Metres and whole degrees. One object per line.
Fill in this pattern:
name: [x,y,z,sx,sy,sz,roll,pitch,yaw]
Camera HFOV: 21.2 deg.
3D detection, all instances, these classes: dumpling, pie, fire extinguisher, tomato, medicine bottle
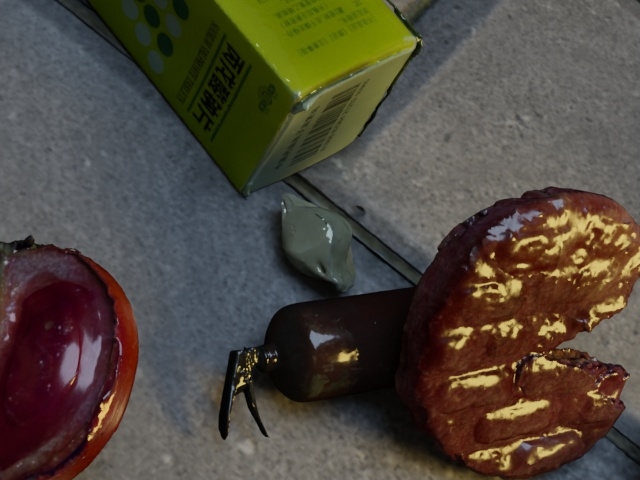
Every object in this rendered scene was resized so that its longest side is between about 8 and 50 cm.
dumpling: [-0.002,0.002,1.280,0.076,0.057,0.052,26,85,24]
pie: [0.147,0.065,1.210,0.204,0.219,0.054,9,17,-33]
fire extinguisher: [0.044,0.081,1.227,0.267,0.072,0.089,-7,88,-29]
tomato: [-0.195,0.091,1.094,0.189,0.099,0.173,0,67,22]
medicine bottle: [-0.062,-0.179,1.310,0.141,0.137,0.250,-28,73,-37]
